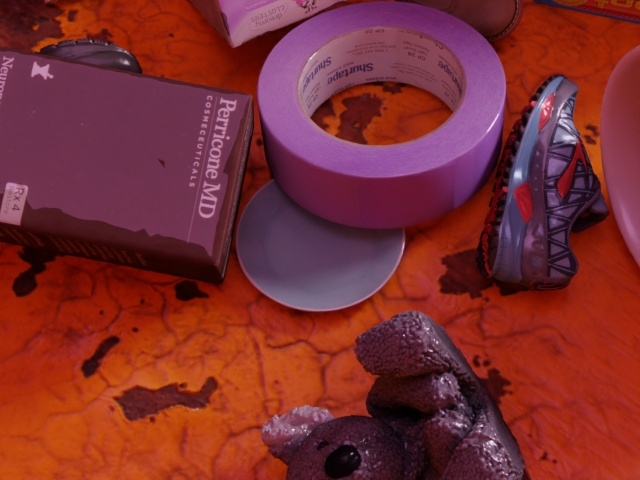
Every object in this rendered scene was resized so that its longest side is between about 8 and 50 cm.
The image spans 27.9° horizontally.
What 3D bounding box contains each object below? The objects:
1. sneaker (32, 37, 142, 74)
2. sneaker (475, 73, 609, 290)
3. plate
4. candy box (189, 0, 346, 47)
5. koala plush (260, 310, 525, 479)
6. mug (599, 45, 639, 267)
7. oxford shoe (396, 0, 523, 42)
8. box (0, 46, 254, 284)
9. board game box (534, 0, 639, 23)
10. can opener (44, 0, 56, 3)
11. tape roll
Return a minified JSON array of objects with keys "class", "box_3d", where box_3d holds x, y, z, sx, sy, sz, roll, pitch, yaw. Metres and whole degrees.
[{"class":"sneaker","box_3d":[-0.337,-0.138,1.495,0.286,0.109,0.130,-21,70,-1]},{"class":"sneaker","box_3d":[0.257,-0.058,1.421,0.125,0.104,0.262,20,68,-2]},{"class":"plate","box_3d":[0.000,0.000,1.428,0.188,0.024,0.188,-1,59,2]},{"class":"candy box","box_3d":[-0.070,-0.320,1.546,0.165,0.070,0.196,-24,34,-11]},{"class":"koala plush","box_3d":[0.063,0.205,1.240,0.221,0.203,0.196,-33,74,8]},{"class":"mug","box_3d":[0.509,-0.051,1.315,0.328,0.276,0.374,-14,90,-13]},{"class":"oxford shoe","box_3d":[0.086,-0.352,1.530,0.348,0.130,0.123,38,109,8]},{"class":"box","box_3d":[-0.273,-0.085,1.372,0.381,0.143,0.191,10,80,-2]},{"class":"board game box","box_3d":[0.410,-0.368,1.460,0.308,0.302,0.086,14,62,12]},{"class":"can opener","box_3d":[-0.354,-0.418,1.676,0.093,0.074,0.280,1,54,-37]},{"class":"tape roll","box_3d":[0.069,-0.146,1.451,0.274,0.090,0.275,-2,52,3]}]
